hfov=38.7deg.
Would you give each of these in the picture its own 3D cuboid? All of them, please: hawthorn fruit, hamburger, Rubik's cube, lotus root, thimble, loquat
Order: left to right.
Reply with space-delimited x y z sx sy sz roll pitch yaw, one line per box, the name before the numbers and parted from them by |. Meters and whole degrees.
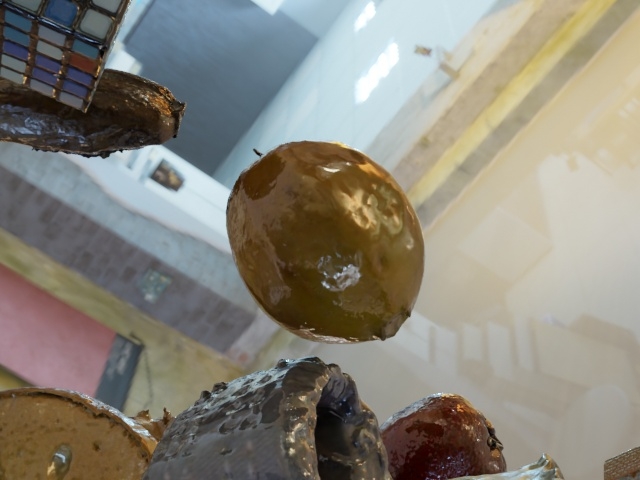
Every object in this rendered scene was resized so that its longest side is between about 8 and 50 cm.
Rubik's cube | -0.296 -0.279 0.984 0.184 0.182 0.187 -35 -145 64
lotus root | -0.372 -0.214 1.390 0.078 0.330 0.167 107 -16 -63
hamburger | -0.275 0.395 1.274 0.287 0.268 0.445 -23 -118 1
thimble | -0.043 0.221 0.801 0.172 0.205 0.236 -20 -137 17
loquat | 0.000 0.000 0.888 0.176 0.234 0.187 -25 161 -39
hawthorn fruit | 0.127 0.271 1.093 0.188 0.169 0.169 -25 -157 6

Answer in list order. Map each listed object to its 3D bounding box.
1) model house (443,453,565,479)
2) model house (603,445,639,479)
model house | -0.003 0.189 0.343 0.175 0.234 0.193 19 63 -74
model house | 0.529 0.395 1.487 0.088 0.101 0.100 -41 -137 36
